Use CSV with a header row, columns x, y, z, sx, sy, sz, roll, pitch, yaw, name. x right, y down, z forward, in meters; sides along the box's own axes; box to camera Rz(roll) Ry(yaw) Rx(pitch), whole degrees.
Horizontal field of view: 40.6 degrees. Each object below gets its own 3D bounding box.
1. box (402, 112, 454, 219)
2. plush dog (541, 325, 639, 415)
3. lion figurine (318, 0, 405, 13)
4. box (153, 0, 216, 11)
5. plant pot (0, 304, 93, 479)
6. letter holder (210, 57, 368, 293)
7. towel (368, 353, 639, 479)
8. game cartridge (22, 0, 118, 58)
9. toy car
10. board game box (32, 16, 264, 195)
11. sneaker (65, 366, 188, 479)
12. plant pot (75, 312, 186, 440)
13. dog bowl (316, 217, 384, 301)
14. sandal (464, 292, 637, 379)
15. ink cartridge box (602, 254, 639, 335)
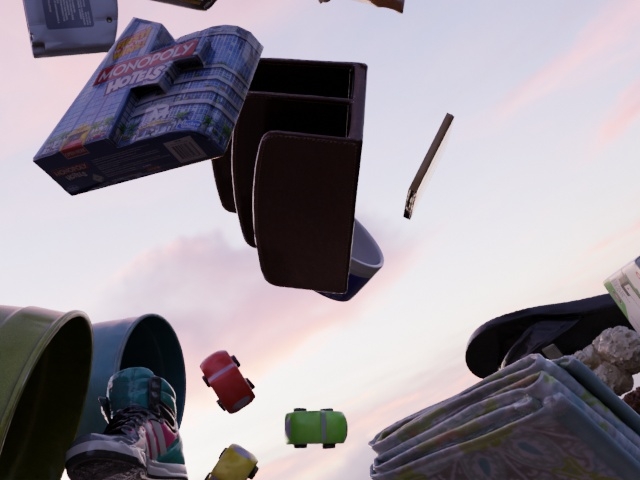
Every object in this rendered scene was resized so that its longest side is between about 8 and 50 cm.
x,y,z,sx,sy,sz,roll,pitch,yaw,name
0.235,-0.159,1.890,0.201,0.021,0.164,-62,-10,-18,box
0.470,0.303,1.448,0.211,0.225,0.262,-6,-62,-12,plush dog
0.056,-0.527,1.680,0.392,0.240,0.142,-74,-5,-77,lion figurine
-0.297,-0.531,1.558,0.056,0.231,0.183,-36,-18,35,box
-0.552,0.231,1.208,0.366,0.353,0.366,15,-90,-89,plant pot
-0.056,-0.084,1.174,0.214,0.152,0.302,5,-40,1,letter holder
0.284,0.314,1.073,0.320,0.374,0.090,-36,18,39,towel
-0.541,-0.534,1.859,0.198,0.297,0.062,-8,-13,-24,game cartridge
-0.070,0.277,1.289,0.225,0.239,0.053,-1,-15,-2,toy car
-0.158,-0.150,0.839,0.194,0.194,0.060,-11,-42,30,board game box
-0.294,0.276,1.308,0.124,0.178,0.295,-19,-24,7,sneaker
-0.427,0.280,1.638,0.255,0.271,0.272,-4,-10,17,plant pot
0.000,0.000,1.787,0.104,0.265,0.265,-49,-22,19,dog bowl
0.455,0.203,1.658,0.446,0.167,0.107,-24,31,39,sandal
0.531,0.088,1.314,0.093,0.160,0.219,-33,-13,0,ink cartridge box
